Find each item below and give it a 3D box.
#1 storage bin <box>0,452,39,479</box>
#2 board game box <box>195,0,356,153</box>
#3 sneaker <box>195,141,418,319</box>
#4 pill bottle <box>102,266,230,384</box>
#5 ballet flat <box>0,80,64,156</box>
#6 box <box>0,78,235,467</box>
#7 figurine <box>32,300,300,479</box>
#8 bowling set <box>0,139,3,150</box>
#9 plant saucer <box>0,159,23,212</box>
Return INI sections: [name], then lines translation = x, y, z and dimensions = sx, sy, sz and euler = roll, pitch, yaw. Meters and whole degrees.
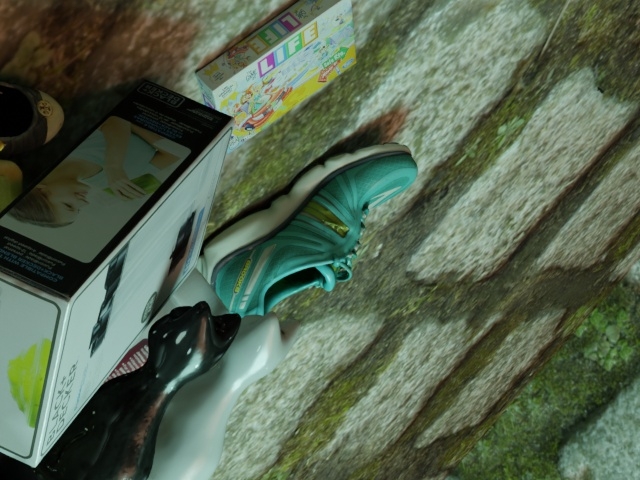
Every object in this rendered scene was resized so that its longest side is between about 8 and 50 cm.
[storage bin]
translation = -0.305, 0.267, 1.393
dimensions = 0.098, 0.135, 0.091
euler = -11, 152, -51
[board game box]
translation = -0.037, -0.155, 1.230
dimensions = 0.154, 0.026, 0.103
euler = -37, 155, -14
[sneaker]
translation = 0.000, 0.000, 1.442
dimensions = 0.275, 0.110, 0.107
euler = -37, 155, -16
[pill bottle]
translation = -0.197, 0.110, 1.298
dimensions = 0.221, 0.121, 0.121
euler = -38, 156, -11
[ballet flat]
translation = -0.242, -0.093, 0.965
dimensions = 0.049, 0.057, 0.173
euler = -31, 163, 31
[box]
translation = -0.175, 0.016, 1.056
dimensions = 0.290, 0.087, 0.169
euler = -55, 167, -55
[figurine]
translation = -0.118, 0.138, 1.207
dimensions = 0.209, 0.092, 0.215
euler = -51, 159, 11
[bowling set]
translation = -0.281, -0.138, 0.716
dimensions = 0.287, 0.154, 0.200
euler = -13, 142, -50
[plant saucer]
translation = -0.381, 0.090, 1.028
dimensions = 0.333, 0.081, 0.333
euler = -30, 152, -28
